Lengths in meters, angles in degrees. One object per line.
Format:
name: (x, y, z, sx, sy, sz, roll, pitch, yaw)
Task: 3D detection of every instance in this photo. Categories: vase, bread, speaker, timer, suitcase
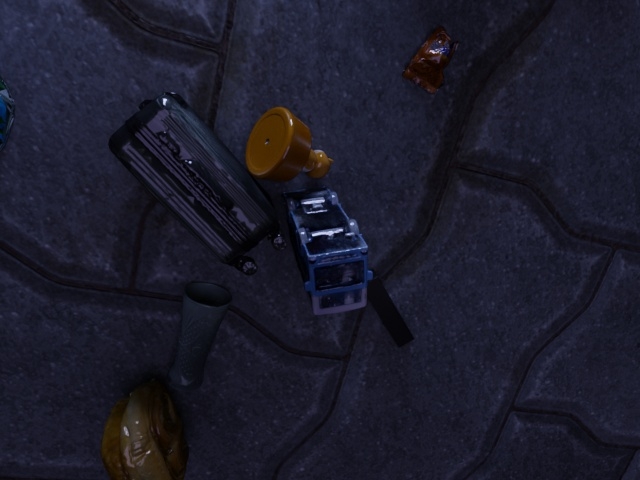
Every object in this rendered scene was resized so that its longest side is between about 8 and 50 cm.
vase: (-0.254, 0.202, 0.935, 0.096, 0.096, 0.219, 14, 109, -16)
bread: (-0.348, 0.415, 0.932, 0.120, 0.198, 0.236, -13, 112, -1)
speaker: (0.146, 0.155, 1.024, 0.046, 0.040, 0.191, -32, 113, 2)
timer: (-0.041, -0.156, 0.849, 0.152, 0.132, 0.132, 17, 107, -42)
suitcase: (-0.196, -0.098, 0.777, 0.128, 0.202, 0.312, -39, 113, 3)

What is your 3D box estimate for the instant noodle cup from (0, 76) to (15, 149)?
instant noodle cup: (-0.613, -0.198, 0.670, 0.241, 0.178, 0.240, -4, 111, -11)

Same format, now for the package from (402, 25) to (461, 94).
package: (0.215, -0.339, 0.865, 0.077, 0.033, 0.110, 25, 108, -28)

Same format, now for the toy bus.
toy bus: (0.000, 0.000, 0.803, 0.106, 0.297, 0.130, -9, 117, -8)
